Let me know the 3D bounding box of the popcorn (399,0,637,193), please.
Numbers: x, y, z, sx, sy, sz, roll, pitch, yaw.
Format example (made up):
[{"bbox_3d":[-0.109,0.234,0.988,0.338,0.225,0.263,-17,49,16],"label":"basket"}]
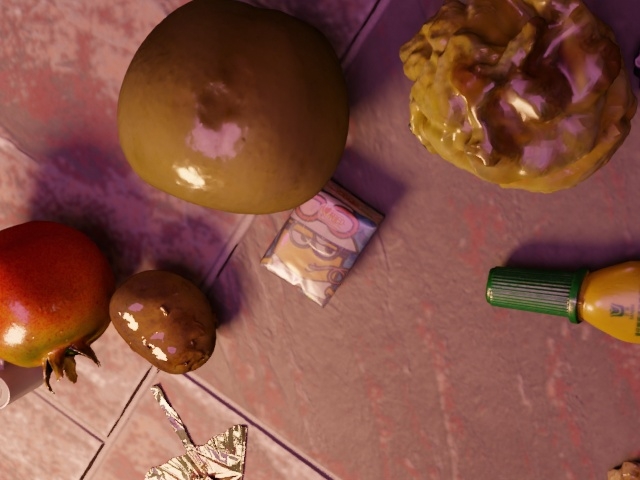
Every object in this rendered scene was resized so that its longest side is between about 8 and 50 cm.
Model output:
[{"bbox_3d":[0.227,-0.186,1.178,0.293,0.237,0.293,5,113,12],"label":"popcorn"}]

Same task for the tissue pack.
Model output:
[{"bbox_3d":[0.000,0.000,1.415,0.115,0.065,0.155,34,117,3],"label":"tissue pack"}]

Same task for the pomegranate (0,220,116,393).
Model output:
[{"bbox_3d":[-0.407,0.097,1.491,0.221,0.221,0.257,-32,71,25],"label":"pomegranate"}]

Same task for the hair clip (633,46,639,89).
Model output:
[{"bbox_3d":[0.442,-0.144,1.216,0.106,0.084,0.292,-14,100,27],"label":"hair clip"}]

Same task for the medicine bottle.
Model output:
[{"bbox_3d":[0.370,0.075,1.316,0.308,0.076,0.111,6,105,15],"label":"medicine bottle"}]

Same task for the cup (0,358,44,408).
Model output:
[{"bbox_3d":[-0.497,0.208,1.630,0.074,0.116,0.104,11,105,12],"label":"cup"}]

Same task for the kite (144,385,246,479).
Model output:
[{"bbox_3d":[-0.209,0.342,1.641,0.229,0.012,0.250,-28,98,24],"label":"kite"}]

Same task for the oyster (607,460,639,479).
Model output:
[{"bbox_3d":[0.466,0.426,1.408,0.161,0.107,0.233,10,110,23],"label":"oyster"}]

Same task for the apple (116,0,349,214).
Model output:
[{"bbox_3d":[-0.106,-0.166,1.266,0.292,0.292,0.254,18,99,11],"label":"apple"}]

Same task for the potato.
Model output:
[{"bbox_3d":[-0.230,0.116,1.494,0.137,0.137,0.176,-18,117,23],"label":"potato"}]
